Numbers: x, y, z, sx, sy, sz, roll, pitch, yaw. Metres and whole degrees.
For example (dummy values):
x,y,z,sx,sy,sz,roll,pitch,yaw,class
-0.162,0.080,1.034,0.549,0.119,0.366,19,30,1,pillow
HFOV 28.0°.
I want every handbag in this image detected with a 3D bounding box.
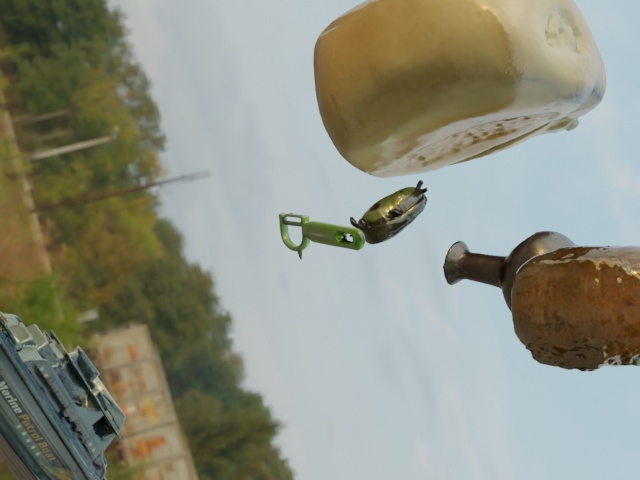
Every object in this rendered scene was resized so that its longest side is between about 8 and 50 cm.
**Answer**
x,y,z,sx,sy,sz,roll,pitch,yaw,class
0.096,-0.036,1.678,0.047,0.111,0.072,62,-17,-14,handbag

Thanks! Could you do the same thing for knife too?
x,y,z,sx,sy,sz,roll,pitch,yaw,class
-0.001,0.000,1.455,0.212,0.015,0.054,-172,-102,-64,knife

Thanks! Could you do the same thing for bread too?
x,y,z,sx,sy,sz,roll,pitch,yaw,class
0.177,-0.245,1.815,0.376,0.348,0.252,-23,-103,33,bread

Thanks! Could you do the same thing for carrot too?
x,y,z,sx,sy,sz,roll,pitch,yaw,class
0.355,0.065,1.362,0.139,0.302,0.138,-6,90,-74,carrot

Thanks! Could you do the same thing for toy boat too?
x,y,z,sx,sy,sz,roll,pitch,yaw,class
-0.261,0.157,1.209,0.114,0.122,0.296,43,-16,47,toy boat

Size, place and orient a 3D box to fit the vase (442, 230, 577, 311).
x,y,z,sx,sy,sz,roll,pitch,yaw,class
0.238,0.042,1.590,0.183,0.120,0.120,9,-59,36,vase
